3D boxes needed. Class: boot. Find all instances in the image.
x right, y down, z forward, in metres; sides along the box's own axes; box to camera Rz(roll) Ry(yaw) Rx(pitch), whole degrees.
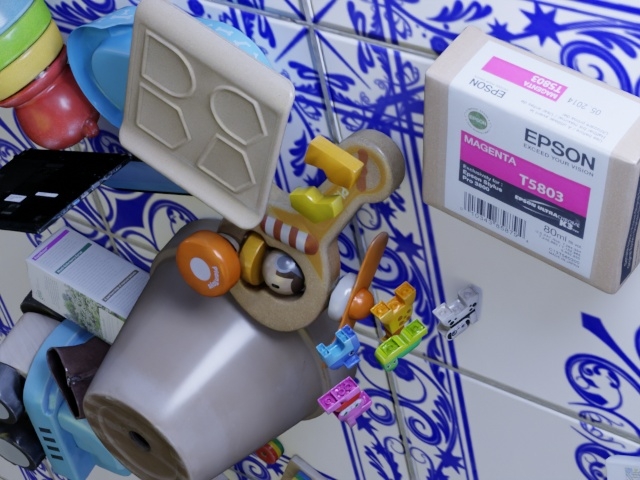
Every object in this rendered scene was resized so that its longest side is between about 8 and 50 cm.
[{"bbox_3d":[-0.293,0.253,2.260,0.090,0.207,0.248,-39,73,37],"label":"boot"}]

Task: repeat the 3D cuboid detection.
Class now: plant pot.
[{"bbox_3d":[-0.158,0.182,2.018,0.323,0.280,0.323,28,146,21],"label":"plant pot"}]

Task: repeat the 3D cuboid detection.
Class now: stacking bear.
[{"bbox_3d":[-0.391,-0.241,1.902,0.175,0.164,0.289,-13,125,44],"label":"stacking bear"}]

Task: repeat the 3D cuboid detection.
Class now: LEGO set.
[{"bbox_3d":[0.082,0.129,1.782,0.087,0.227,0.093,46,166,35],"label":"LEGO set"}]

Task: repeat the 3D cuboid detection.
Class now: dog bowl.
[{"bbox_3d":[-0.173,-0.196,1.786,0.297,0.074,0.166,15,139,36],"label":"dog bowl"}]

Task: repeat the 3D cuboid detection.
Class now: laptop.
[{"bbox_3d":[-0.314,-0.044,1.943,0.234,0.264,0.136,5,129,45],"label":"laptop"}]

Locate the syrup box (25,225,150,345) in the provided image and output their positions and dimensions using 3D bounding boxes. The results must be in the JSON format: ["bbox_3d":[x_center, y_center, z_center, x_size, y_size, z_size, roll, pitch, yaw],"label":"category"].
[{"bbox_3d":[-0.325,0.081,2.255,0.237,0.096,0.093,29,143,23],"label":"syrup box"}]

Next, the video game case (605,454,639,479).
[{"bbox_3d":[0.436,0.357,1.719,0.227,0.026,0.206,-3,99,49],"label":"video game case"}]

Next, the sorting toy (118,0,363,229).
[{"bbox_3d":[-0.092,-0.119,1.682,0.307,0.041,0.229,34,140,14],"label":"sorting toy"}]

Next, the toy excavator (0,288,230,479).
[{"bbox_3d":[-0.307,0.322,2.430,0.445,0.222,0.433,20,146,21],"label":"toy excavator"}]

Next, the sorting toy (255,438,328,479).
[{"bbox_3d":[-0.007,0.423,2.351,0.274,0.046,0.132,37,148,10],"label":"sorting toy"}]

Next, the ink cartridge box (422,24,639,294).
[{"bbox_3d":[0.218,-0.079,1.477,0.235,0.088,0.193,27,146,25],"label":"ink cartridge box"}]

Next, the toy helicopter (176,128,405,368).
[{"bbox_3d":[0.000,0.000,1.779,0.235,0.140,0.355,48,136,5],"label":"toy helicopter"}]
